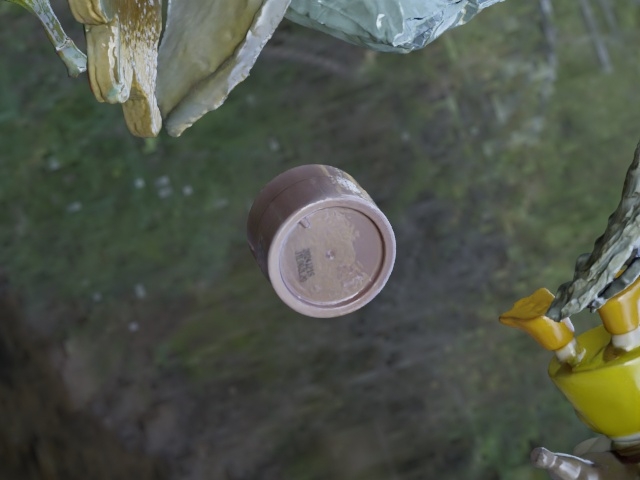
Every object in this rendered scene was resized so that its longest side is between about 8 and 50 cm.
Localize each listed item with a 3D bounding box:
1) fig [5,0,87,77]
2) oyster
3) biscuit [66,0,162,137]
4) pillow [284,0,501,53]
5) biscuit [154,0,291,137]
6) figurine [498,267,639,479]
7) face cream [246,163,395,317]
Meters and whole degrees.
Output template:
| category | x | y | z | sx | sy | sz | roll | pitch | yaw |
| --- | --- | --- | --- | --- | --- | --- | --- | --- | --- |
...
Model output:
| category | x | y | z | sx | sy | sz | roll | pitch | yaw |
| --- | --- | --- | --- | --- | --- | --- | --- | --- | --- |
| fig | -0.271 | -0.258 | 1.690 | 0.231 | 0.160 | 0.143 | 35 | 38 | -33 |
| oyster | 0.217 | -0.022 | 1.366 | 0.061 | 0.200 | 0.106 | 37 | 18 | 5 |
| biscuit | -0.140 | -0.163 | 1.323 | 0.234 | 0.030 | 0.153 | 56 | 30 | -78 |
| pillow | 0.031 | -0.275 | 1.776 | 0.283 | 0.310 | 0.138 | -39 | 145 | -45 |
| biscuit | -0.049 | -0.213 | 1.315 | 0.038 | 0.141 | 0.290 | 34 | 46 | -39 |
| figurine | 0.307 | 0.202 | 1.922 | 0.187 | 0.215 | 0.343 | -37 | 108 | -41 |
| face cream | 0.000 | 0.000 | 2.200 | 0.149 | 0.149 | 0.104 | 64 | -4 | -28 |
